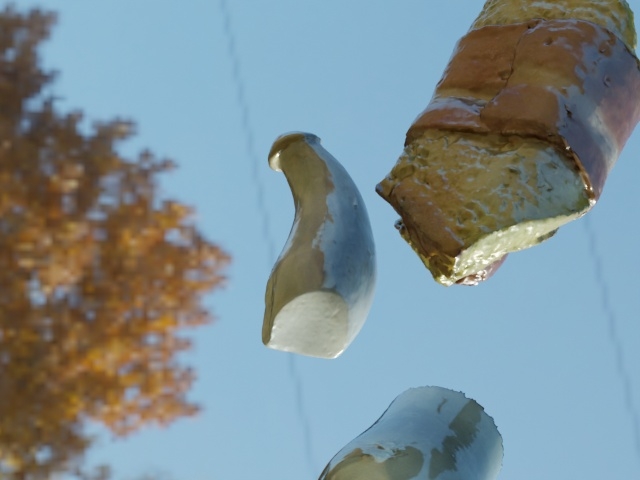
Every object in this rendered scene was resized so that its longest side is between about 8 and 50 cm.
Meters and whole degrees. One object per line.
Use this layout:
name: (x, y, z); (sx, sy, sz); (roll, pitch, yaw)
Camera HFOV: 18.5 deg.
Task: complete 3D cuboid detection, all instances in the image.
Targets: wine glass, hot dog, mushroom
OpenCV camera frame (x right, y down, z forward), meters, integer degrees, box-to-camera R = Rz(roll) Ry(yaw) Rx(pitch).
wine glass: (0.034, 0.156, 1.062); (0.093, 0.202, 0.093); (10, -62, 20)
hot dog: (0.116, -0.061, 1.109); (0.123, 0.093, 0.261); (2, -132, 40)
mushroom: (0.000, 0.000, 1.968); (0.270, 0.118, 0.103); (-90, -156, -44)
